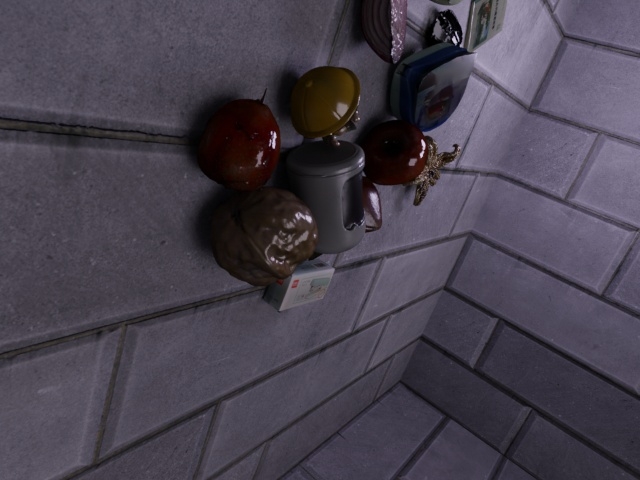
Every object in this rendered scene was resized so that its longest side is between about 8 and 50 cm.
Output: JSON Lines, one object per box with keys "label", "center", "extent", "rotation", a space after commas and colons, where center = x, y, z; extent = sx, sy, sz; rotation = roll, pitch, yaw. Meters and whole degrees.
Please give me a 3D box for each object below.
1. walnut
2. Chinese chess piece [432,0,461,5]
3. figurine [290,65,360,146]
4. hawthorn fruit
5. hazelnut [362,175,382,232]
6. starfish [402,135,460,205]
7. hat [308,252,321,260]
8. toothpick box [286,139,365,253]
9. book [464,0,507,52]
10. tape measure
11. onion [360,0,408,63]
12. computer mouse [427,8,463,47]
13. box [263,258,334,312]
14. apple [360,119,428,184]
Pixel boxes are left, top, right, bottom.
{"label": "walnut", "center": [-0.140, -0.012, 1.143], "extent": [0.273, 0.227, 0.273], "rotation": [-34, 141, -33]}
{"label": "Chinese chess piece", "center": [0.379, -0.822, 1.231], "extent": [0.349, 0.146, 0.349], "rotation": [-47, 163, -19]}
{"label": "figurine", "center": [0.014, -0.335, 1.162], "extent": [0.257, 0.167, 0.192], "rotation": [0, 115, -84]}
{"label": "hawthorn fruit", "center": [-0.166, -0.222, 0.988], "extent": [0.181, 0.181, 0.235], "rotation": [17, 89, -61]}
{"label": "hazelnut", "center": [0.114, -0.105, 1.485], "extent": [0.208, 0.208, 0.208], "rotation": [-39, 145, -33]}
{"label": "starfish", "center": [0.467, -0.301, 1.974], "extent": [0.312, 0.113, 0.303], "rotation": [-53, 150, 7]}
{"label": "hat", "center": [0.000, 0.000, 1.561], "extent": [0.146, 0.067, 0.146], "rotation": [-35, -173, 5]}
{"label": "toothpick box", "center": [0.012, -0.102, 1.291], "extent": [0.229, 0.229, 0.317], "rotation": [-35, 133, -38]}
{"label": "book", "center": [0.654, -0.878, 1.810], "extent": [0.282, 0.025, 0.215], "rotation": [-42, 146, -26]}
{"label": "tape measure", "center": [0.355, -0.501, 1.526], "extent": [0.259, 0.138, 0.262], "rotation": [-28, 145, -23]}
{"label": "onion", "center": [0.169, -0.607, 1.220], "extent": [0.247, 0.111, 0.250], "rotation": [-59, 151, -55]}
{"label": "computer mouse", "center": [0.435, -0.690, 1.583], "extent": [0.147, 0.077, 0.241], "rotation": [-61, 151, 0]}
{"label": "box", "center": [-0.069, 0.148, 1.562], "extent": [0.269, 0.079, 0.135], "rotation": [-4, 120, -57]}
{"label": "apple", "center": [0.245, -0.284, 1.518], "extent": [0.234, 0.234, 0.234], "rotation": [-39, 145, -33]}
